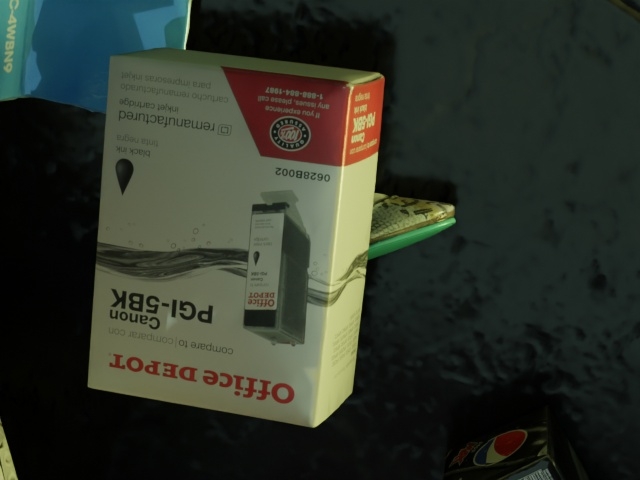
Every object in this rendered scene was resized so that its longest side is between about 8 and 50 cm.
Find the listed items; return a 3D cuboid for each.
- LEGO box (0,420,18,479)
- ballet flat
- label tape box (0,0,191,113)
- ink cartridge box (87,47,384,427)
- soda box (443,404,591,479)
[{"bbox_3d":[-0.362,0.214,0.610,0.500,0.193,0.372,-14,94,18],"label":"LEGO box"},{"bbox_3d":[0.000,0.000,0.650,0.114,0.041,0.041,-27,101,12],"label":"ballet flat"},{"bbox_3d":[-0.217,-0.184,0.586,0.347,0.115,0.249,12,107,5],"label":"label tape box"},{"bbox_3d":[-0.034,-0.003,0.607,0.099,0.056,0.135,8,102,13],"label":"ink cartridge box"},{"bbox_3d":[0.115,0.160,0.668,0.053,0.060,0.169,-27,101,14],"label":"soda box"}]
